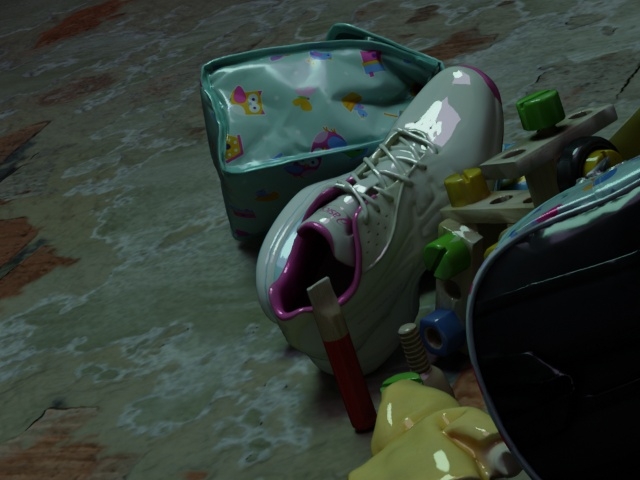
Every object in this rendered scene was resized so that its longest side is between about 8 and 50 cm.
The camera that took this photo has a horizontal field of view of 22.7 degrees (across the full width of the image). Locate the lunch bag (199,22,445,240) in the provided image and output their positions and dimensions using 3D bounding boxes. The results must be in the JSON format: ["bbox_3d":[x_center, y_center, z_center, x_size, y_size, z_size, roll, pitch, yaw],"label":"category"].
[{"bbox_3d":[0.010,-0.122,1.737,0.262,0.160,0.223,-14,-18,-4],"label":"lunch bag"}]

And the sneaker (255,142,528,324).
[{"bbox_3d":[0.099,-0.015,1.539,0.208,0.127,0.319,4,32,47],"label":"sneaker"}]

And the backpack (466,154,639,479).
[{"bbox_3d":[0.227,0.053,1.043,0.253,0.225,0.191,-25,3,9],"label":"backpack"}]

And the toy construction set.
[{"bbox_3d":[0.137,0.004,1.308,0.309,0.237,0.257,-23,22,-8],"label":"toy construction set"}]

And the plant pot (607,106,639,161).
[{"bbox_3d":[0.410,-0.115,1.370,0.212,0.187,0.212,-39,-7,-40],"label":"plant pot"}]

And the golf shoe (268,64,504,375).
[{"bbox_3d":[0.060,-0.027,1.409,0.115,0.140,0.306,24,85,37],"label":"golf shoe"}]

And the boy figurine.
[{"bbox_3d":[0.072,0.190,1.118,0.177,0.092,0.285,-43,15,12],"label":"boy figurine"}]
